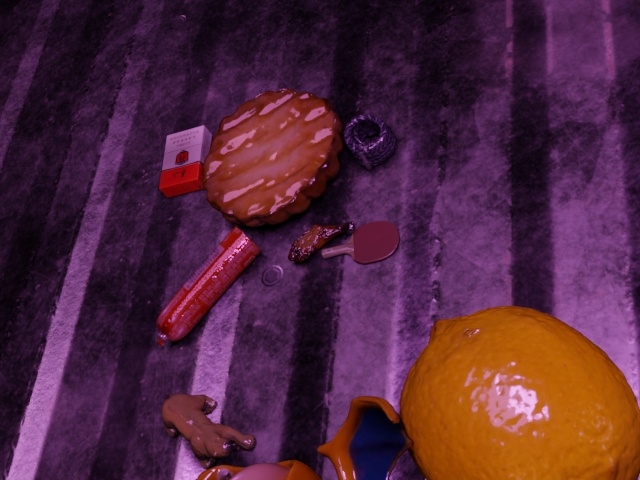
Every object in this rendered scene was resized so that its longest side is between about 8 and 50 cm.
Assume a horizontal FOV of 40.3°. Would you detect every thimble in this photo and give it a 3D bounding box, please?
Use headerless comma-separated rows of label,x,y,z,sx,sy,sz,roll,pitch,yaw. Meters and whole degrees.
thimble,0.099,-0.204,1.744,0.095,0.066,0.104,-22,51,17

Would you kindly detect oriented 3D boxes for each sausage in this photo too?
sausage,-0.230,0.096,1.720,0.074,0.074,0.274,33,78,39

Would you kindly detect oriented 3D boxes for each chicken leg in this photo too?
chicken leg,-0.001,-0.002,1.681,0.145,0.037,0.062,-33,34,2

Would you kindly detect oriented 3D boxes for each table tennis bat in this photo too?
table tennis bat,0.076,0.010,1.654,0.156,0.013,0.087,-14,56,17

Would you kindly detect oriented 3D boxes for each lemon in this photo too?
lemon,0.272,0.252,1.200,0.336,0.336,0.336,-14,54,20

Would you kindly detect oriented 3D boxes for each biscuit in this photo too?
biscuit,-0.093,-0.167,1.799,0.325,0.107,0.326,-16,54,23

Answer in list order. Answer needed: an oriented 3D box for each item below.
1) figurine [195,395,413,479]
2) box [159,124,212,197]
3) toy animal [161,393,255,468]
figurine,0.013,0.439,1.175,0.268,0.401,0.387,-31,12,-32
box,-0.301,-0.177,1.952,0.100,0.048,0.152,-14,52,22
toy animal,-0.209,0.333,1.534,0.103,0.101,0.218,-48,51,-10
